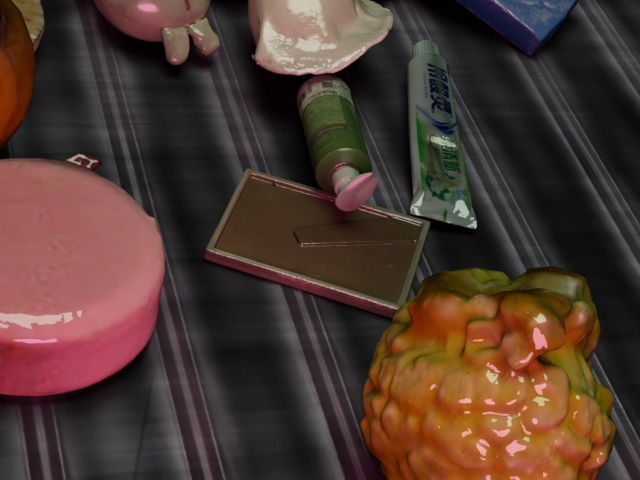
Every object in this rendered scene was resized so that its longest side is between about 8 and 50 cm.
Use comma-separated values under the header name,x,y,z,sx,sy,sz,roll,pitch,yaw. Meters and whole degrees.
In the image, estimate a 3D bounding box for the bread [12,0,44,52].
name,x,y,z,sx,sy,sz,roll,pitch,yaw
bread,-0.432,-0.237,1.653,0.267,0.040,0.267,8,41,-7

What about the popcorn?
name,x,y,z,sx,sy,sz,roll,pitch,yaw
popcorn,0.149,0.115,1.261,0.206,0.251,0.237,22,44,0

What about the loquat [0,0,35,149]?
name,x,y,z,sx,sy,sz,roll,pitch,yaw
loquat,-0.388,-0.165,1.439,0.235,0.235,0.235,8,40,-7

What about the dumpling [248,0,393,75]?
name,x,y,z,sx,sy,sz,roll,pitch,yaw
dumpling,0.000,-0.254,1.728,0.167,0.126,0.216,5,9,0

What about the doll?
name,x,y,z,sx,sy,sz,roll,pitch,yaw
doll,-0.219,-0.311,1.745,0.155,0.113,0.275,-22,51,-38

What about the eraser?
name,x,y,z,sx,sy,sz,roll,pitch,yaw
eraser,0.182,-0.370,1.910,0.312,0.042,0.144,38,53,4

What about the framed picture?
name,x,y,z,sx,sy,sz,roll,pitch,yaw
framed picture,0.000,0.000,1.526,0.203,0.015,0.150,16,40,4

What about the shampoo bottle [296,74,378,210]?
name,x,y,z,sx,sy,sz,roll,pitch,yaw
shampoo bottle,0.019,-0.101,1.595,0.065,0.065,0.204,4,35,-12

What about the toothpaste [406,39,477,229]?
name,x,y,z,sx,sy,sz,roll,pitch,yaw
toothpaste,0.127,-0.122,1.683,0.075,0.048,0.296,12,42,-13

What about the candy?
name,x,y,z,sx,sy,sz,roll,pitch,yaw
candy,-0.259,0.024,1.361,0.255,0.094,0.255,8,41,-7
